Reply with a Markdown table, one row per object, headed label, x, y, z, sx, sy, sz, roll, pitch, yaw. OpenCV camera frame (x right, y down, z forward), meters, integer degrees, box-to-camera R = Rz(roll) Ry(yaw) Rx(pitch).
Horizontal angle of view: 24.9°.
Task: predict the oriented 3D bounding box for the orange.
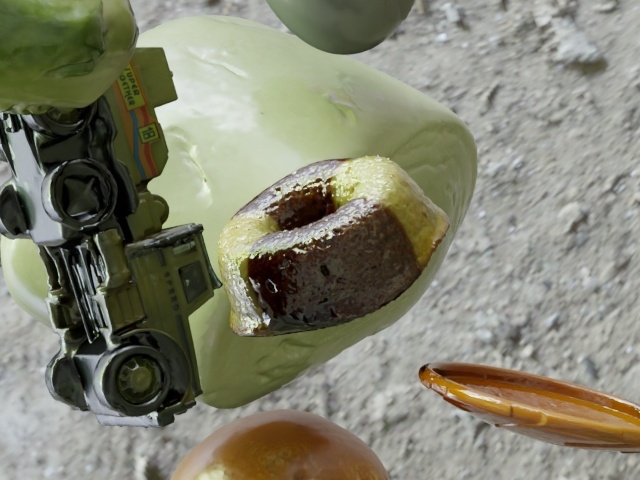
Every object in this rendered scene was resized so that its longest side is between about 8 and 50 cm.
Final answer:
| label | x | y | z | sx | sy | sz | roll | pitch | yaw |
| --- | --- | --- | --- | --- | --- | --- | --- | --- | --- |
| orange | -0.044 | 0.307 | 1.528 | 0.261 | 0.261 | 0.261 | 6 | 106 | 22 |

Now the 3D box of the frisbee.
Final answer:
| label | x | y | z | sx | sy | sz | roll | pitch | yaw |
| --- | --- | --- | --- | --- | --- | --- | --- | --- | --- |
| frisbee | 0.160 | 0.123 | 1.012 | 0.192 | 0.192 | 0.035 | 13 | 94 | 20 |

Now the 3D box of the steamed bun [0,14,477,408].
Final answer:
| label | x | y | z | sx | sy | sz | roll | pitch | yaw |
| --- | --- | --- | --- | --- | --- | --- | --- | --- | --- |
| steamed bun | -0.072 | -0.054 | 1.494 | 0.371 | 0.456 | 0.290 | 23 | 133 | 29 |

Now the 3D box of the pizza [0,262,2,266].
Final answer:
| label | x | y | z | sx | sy | sz | roll | pitch | yaw |
| --- | --- | --- | --- | --- | --- | --- | --- | --- | --- |
| pizza | -0.334 | 0.039 | 1.215 | 0.099 | 0.100 | 0.029 | -28 | 78 | 46 |

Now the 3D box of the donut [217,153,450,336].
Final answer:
| label | x | y | z | sx | sy | sz | roll | pitch | yaw |
| --- | --- | --- | --- | --- | --- | --- | --- | --- | --- |
| donut | 0.000 | 0.000 | 1.061 | 0.184 | 0.166 | 0.073 | 1 | 127 | 51 |

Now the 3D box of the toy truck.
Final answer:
| label | x | y | z | sx | sy | sz | roll | pitch | yaw |
| --- | --- | --- | --- | --- | --- | --- | --- | --- | --- |
| toy truck | -0.142 | -0.001 | 0.986 | 0.127 | 0.127 | 0.257 | -9 | 95 | 57 |

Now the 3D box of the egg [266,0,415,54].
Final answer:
| label | x | y | z | sx | sy | sz | roll | pitch | yaw |
| --- | --- | --- | --- | --- | --- | --- | --- | --- | --- |
| egg | 0.016 | -0.287 | 1.376 | 0.176 | 0.176 | 0.231 | -21 | 61 | 27 |

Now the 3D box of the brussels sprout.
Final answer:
| label | x | y | z | sx | sy | sz | roll | pitch | yaw |
| --- | --- | --- | --- | --- | --- | --- | --- | --- | --- |
| brussels sprout | -0.177 | -0.133 | 0.782 | 0.117 | 0.155 | 0.155 | -36 | 88 | 35 |
